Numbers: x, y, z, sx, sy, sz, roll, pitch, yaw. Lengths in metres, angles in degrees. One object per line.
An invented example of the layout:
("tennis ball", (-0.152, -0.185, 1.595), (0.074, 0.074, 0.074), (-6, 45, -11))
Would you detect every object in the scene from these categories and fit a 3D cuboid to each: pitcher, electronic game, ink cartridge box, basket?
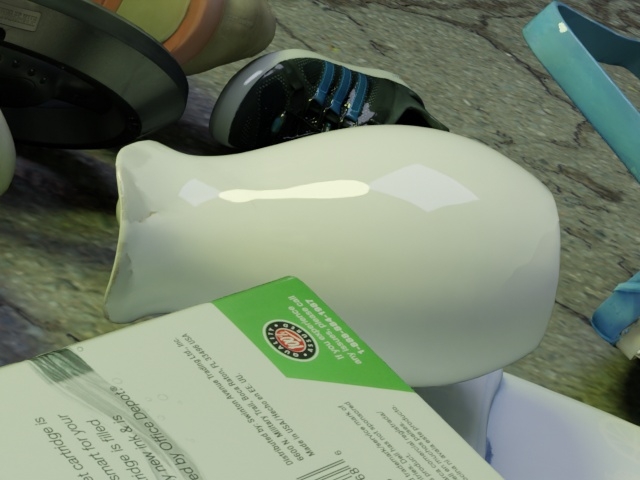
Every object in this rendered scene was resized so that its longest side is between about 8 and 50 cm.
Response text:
("pitcher", (0.000, 0.000, 0.804), (0.207, 0.125, 0.178), (6, 9, -8))
("electronic game", (-0.185, -0.104, 0.900), (0.229, 0.048, 0.229), (11, -14, 3))
("ink cartridge box", (-0.052, 0.110, 0.562), (0.208, 0.087, 0.153), (-16, 48, -39))
("basket", (0.245, -0.015, 0.955), (0.289, 0.201, 0.255), (58, 24, 16))

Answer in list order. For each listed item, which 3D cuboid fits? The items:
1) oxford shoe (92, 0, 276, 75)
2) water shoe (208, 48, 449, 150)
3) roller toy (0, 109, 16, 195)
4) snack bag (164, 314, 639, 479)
("oxford shoe", (-0.213, -0.191, 1.114), (0.397, 0.140, 0.146), (26, 7, 25))
("water shoe", (0.014, -0.085, 1.128), (0.080, 0.073, 0.203), (39, 29, 31))
("roller toy", (-0.240, -0.068, 0.707), (0.146, 0.191, 0.209), (-35, 27, -13))
("snack bag", (0.070, 0.124, 0.761), (0.343, 0.037, 0.323), (22, 22, 1))
